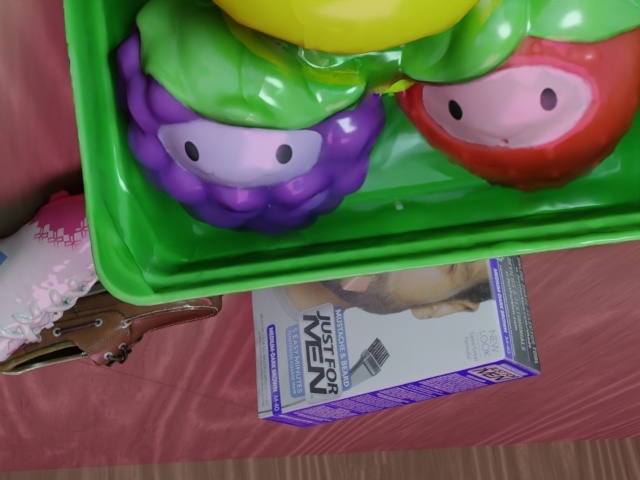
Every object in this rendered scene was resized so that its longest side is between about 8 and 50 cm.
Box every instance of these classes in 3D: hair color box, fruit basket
[{"bbox_3d":[0.078,0.102,1.159,0.339,0.185,0.110,-19,153,29],"label":"hair color box"},{"bbox_3d":[0.029,-0.123,0.522,0.392,0.282,0.392,-8,176,-1],"label":"fruit basket"}]

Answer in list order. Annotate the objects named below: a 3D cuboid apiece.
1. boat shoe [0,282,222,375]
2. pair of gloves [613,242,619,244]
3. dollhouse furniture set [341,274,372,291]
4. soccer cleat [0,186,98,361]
[{"bbox_3d":[-0.268,0.111,1.202,0.308,0.104,0.110,-8,158,6],"label":"boat shoe"},{"bbox_3d":[0.375,-0.059,1.025,0.240,0.042,0.204,-21,157,38],"label":"pair of gloves"},{"bbox_3d":[0.000,0.000,0.985,0.091,0.114,0.081,9,158,-38],"label":"dollhouse furniture set"},{"bbox_3d":[-0.283,0.045,0.969,0.331,0.143,0.116,-16,158,30],"label":"soccer cleat"}]
